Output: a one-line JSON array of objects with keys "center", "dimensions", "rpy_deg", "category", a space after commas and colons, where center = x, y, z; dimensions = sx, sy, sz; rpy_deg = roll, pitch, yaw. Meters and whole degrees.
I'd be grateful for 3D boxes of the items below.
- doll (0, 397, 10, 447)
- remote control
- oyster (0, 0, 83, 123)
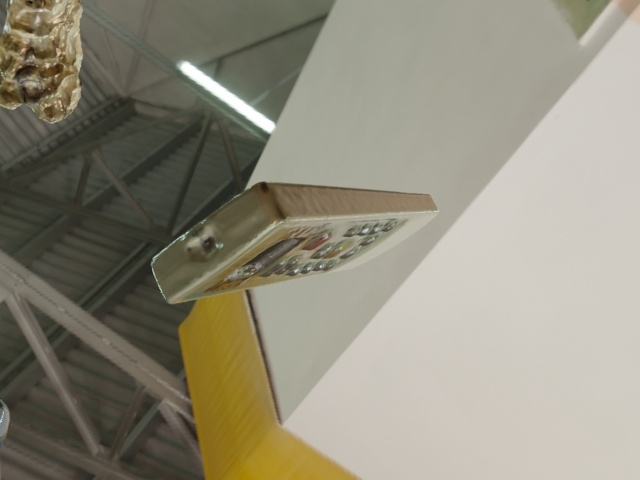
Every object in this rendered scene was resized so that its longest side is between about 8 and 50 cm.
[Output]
[{"center": [-0.179, 0.085, 0.301], "dimensions": [0.083, 0.076, 0.050], "rpy_deg": [30, -155, -53], "category": "doll"}, {"center": [0.000, 0.000, 0.562], "dimensions": [0.285, 0.123, 0.038], "rpy_deg": [-1, -117, -59], "category": "remote control"}, {"center": [-0.265, -0.210, 0.638], "dimensions": [0.106, 0.061, 0.199], "rpy_deg": [-7, -81, -17], "category": "oyster"}]
